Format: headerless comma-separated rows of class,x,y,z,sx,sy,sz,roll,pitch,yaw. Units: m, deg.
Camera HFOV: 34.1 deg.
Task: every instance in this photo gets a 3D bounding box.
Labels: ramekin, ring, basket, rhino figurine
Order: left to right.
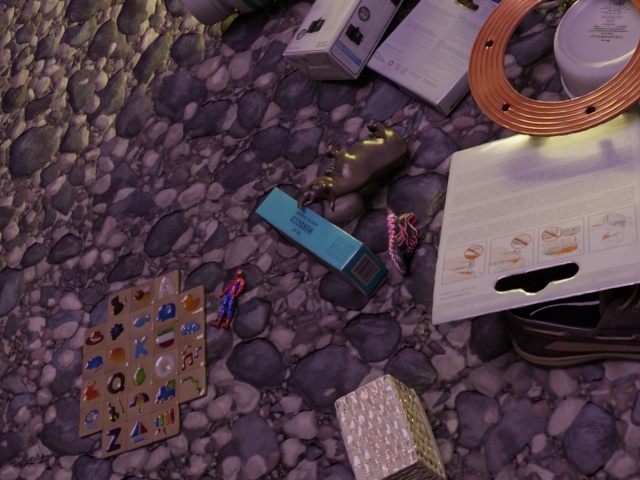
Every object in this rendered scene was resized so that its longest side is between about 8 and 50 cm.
rhino figurine,0.052,-0.123,1.810,0.243,0.073,0.106,-36,40,-25
basket,0.099,0.296,1.536,0.113,0.103,0.167,-30,49,14
ring,0.390,-0.299,1.616,0.336,0.032,0.337,-18,53,25
ramekin,0.471,-0.310,1.662,0.207,0.109,0.207,-17,54,25

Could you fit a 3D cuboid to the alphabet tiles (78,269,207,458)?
alphabet tiles,-0.331,0.224,1.936,0.285,0.011,0.343,-22,52,22

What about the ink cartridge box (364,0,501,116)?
ink cartridge box,0.223,-0.357,1.900,0.224,0.045,0.223,-49,46,-1

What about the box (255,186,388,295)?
box,0.000,0.000,1.792,0.060,0.100,0.244,-51,48,-5

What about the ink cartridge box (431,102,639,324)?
ink cartridge box,0.332,-0.024,1.522,0.308,0.091,0.385,-14,39,25

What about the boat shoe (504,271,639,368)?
boat shoe,0.418,0.093,1.429,0.355,0.130,0.132,-17,54,25

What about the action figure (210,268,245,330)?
action figure,-0.163,0.104,1.887,0.038,0.030,0.115,2,61,40

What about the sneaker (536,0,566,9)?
sneaker,0.323,-0.485,1.832,0.268,0.153,0.101,21,92,42

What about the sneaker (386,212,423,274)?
sneaker,0.144,0.001,1.737,0.057,0.047,0.119,-12,57,14

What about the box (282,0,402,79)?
box,0.067,-0.451,2.011,0.169,0.087,0.290,10,67,56

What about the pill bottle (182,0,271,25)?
pill bottle,-0.124,-0.607,2.188,0.361,0.204,0.204,-24,51,20
